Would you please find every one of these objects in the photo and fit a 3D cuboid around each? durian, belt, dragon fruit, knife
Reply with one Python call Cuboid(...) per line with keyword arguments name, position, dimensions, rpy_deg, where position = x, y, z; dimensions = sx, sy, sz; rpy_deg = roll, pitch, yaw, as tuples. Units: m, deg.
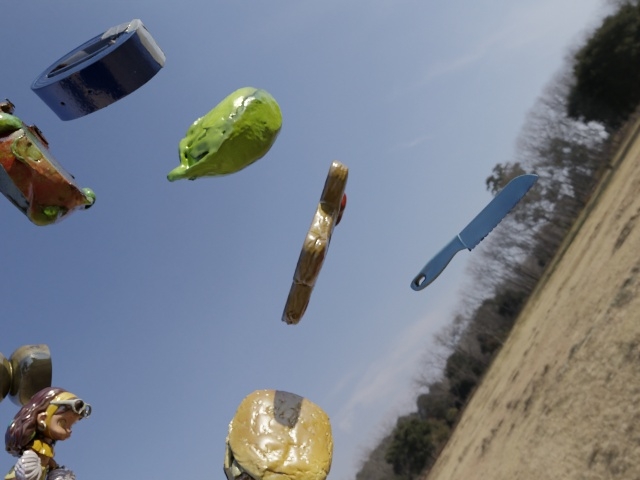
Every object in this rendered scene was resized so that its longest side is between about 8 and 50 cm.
Cuboid(name="durian", position=(-0.134, -0.166, 0.811), dimensions=(0.139, 0.101, 0.250), rpy_deg=(-22, 29, 31))
Cuboid(name="belt", position=(-0.568, -0.432, 1.331), dimensions=(0.117, 0.347, 0.212), rpy_deg=(56, -154, -40))
Cuboid(name="dragon fruit", position=(-0.599, -0.143, 1.081), dimensions=(0.130, 0.268, 0.295), rpy_deg=(-42, -43, -12))
Cuboid(name="knife", position=(0.244, -0.003, 0.865), dimensions=(0.019, 0.044, 0.313), rpy_deg=(3, -41, -34))

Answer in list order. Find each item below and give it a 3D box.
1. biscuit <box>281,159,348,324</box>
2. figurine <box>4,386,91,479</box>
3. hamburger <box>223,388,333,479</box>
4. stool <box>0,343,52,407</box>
Cuboid(name="biscuit", position=(0.000, 0.000, 1.401), dimensions=(0.368, 0.077, 0.393), rpy_deg=(109, 180, -46))
Cuboid(name="figurine", position=(-0.522, 0.392, 0.952), dimensions=(0.174, 0.116, 0.239), rpy_deg=(81, -163, -58))
Cuboid(name="hamburger", position=(-0.095, 0.487, 1.238), dimensions=(0.283, 0.260, 0.144), rpy_deg=(-92, 26, -56))
Cuboid(name="stool", position=(-0.909, 0.383, 1.432), dimensions=(0.264, 0.179, 0.179), rpy_deg=(4, -62, -42))
